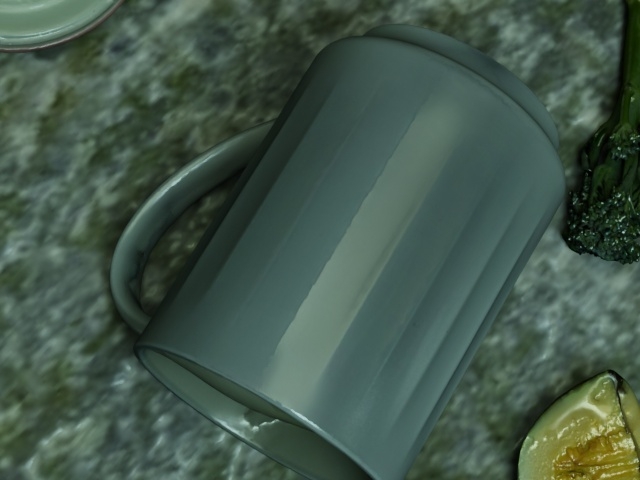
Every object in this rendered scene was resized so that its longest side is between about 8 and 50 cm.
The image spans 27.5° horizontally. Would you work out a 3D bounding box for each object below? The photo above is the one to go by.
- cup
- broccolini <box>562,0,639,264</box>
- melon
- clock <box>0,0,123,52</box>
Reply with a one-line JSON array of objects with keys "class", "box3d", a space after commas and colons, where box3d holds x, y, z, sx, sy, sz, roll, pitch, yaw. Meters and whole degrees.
[{"class": "cup", "box3d": [0.000, 0.000, 1.069, 0.322, 0.237, 0.327, 21, 70, 28]}, {"class": "broccolini", "box3d": [0.289, -0.169, 1.227, 0.078, 0.074, 0.392, 12, 74, -14]}, {"class": "melon", "box3d": [0.233, 0.202, 1.122, 0.128, 0.079, 0.160, -15, 71, 9]}, {"class": "clock", "box3d": [-0.277, -0.280, 1.169, 0.244, 0.056, 0.245, 2, 74, -9]}]
